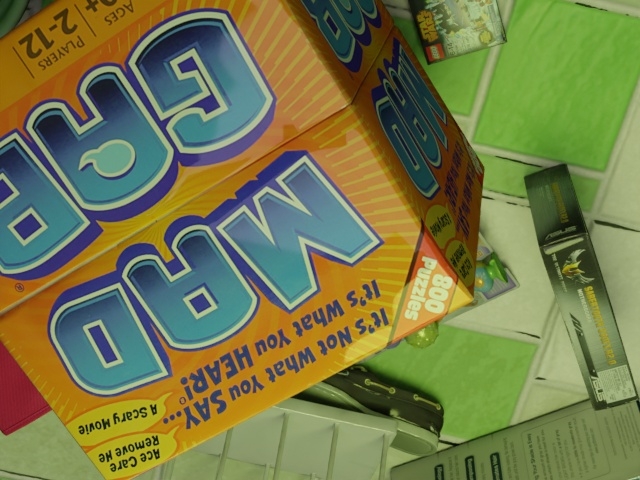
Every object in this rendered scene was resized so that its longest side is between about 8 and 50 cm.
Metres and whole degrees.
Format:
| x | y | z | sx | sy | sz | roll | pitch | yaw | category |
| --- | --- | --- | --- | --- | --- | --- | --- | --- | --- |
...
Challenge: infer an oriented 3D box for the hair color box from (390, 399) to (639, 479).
| x | y | z | sx | sy | sz | roll | pitch | yaw | category |
| --- | --- | --- | --- | --- | --- | --- | --- | --- | --- |
| 0.268 | 0.330 | 1.519 | 0.347 | 0.174 | 0.105 | -22 | 116 | 14 | hair color box |

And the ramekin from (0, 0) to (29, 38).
| x | y | z | sx | sy | sz | roll | pitch | yaw | category |
| --- | --- | --- | --- | --- | --- | --- | --- | --- | --- |
| -0.426 | -0.335 | 1.224 | 0.303 | 0.148 | 0.303 | 1 | 117 | 2 | ramekin |

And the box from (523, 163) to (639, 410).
| x | y | z | sx | sy | sz | roll | pitch | yaw | category |
| --- | --- | --- | --- | --- | --- | --- | --- | --- | --- |
| 0.302 | 0.053 | 1.368 | 0.056 | 0.183 | 0.231 | -17 | 115 | 13 | box |

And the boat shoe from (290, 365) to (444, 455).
| x | y | z | sx | sy | sz | roll | pitch | yaw | category |
| --- | --- | --- | --- | --- | --- | --- | --- | --- | --- |
| 0.054 | 0.205 | 1.528 | 0.228 | 0.068 | 0.081 | 26 | 147 | -9 | boat shoe |

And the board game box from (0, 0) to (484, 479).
| x | y | z | sx | sy | sz | roll | pitch | yaw | category |
| --- | --- | --- | --- | --- | --- | --- | --- | --- | --- |
| -0.098 | -0.074 | 1.058 | 0.356 | 0.356 | 0.356 | -29 | 102 | 18 | board game box |

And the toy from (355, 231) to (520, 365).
| x | y | z | sx | sy | sz | roll | pitch | yaw | category |
| --- | --- | --- | --- | --- | --- | --- | --- | --- | --- |
| 0.122 | 0.091 | 1.444 | 0.237 | 0.056 | 0.137 | -30 | 137 | 13 | toy |

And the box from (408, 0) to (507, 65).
| x | y | z | sx | sy | sz | roll | pitch | yaw | category |
| --- | --- | --- | --- | --- | --- | --- | --- | --- | --- |
| 0.143 | -0.270 | 1.295 | 0.094 | 0.027 | 0.137 | -15 | 116 | 12 | box |

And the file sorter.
| x | y | z | sx | sy | sz | roll | pitch | yaw | category |
| --- | --- | --- | --- | --- | --- | --- | --- | --- | --- |
| -0.067 | 0.312 | 1.490 | 0.278 | 0.173 | 0.193 | 13 | 146 | -3 | file sorter |

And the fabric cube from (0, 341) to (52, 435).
| x | y | z | sx | sy | sz | roll | pitch | yaw | category |
| --- | --- | --- | --- | --- | --- | --- | --- | --- | --- |
| -0.319 | 0.013 | 1.341 | 0.259 | 0.254 | 0.258 | -31 | 112 | 18 | fabric cube |
